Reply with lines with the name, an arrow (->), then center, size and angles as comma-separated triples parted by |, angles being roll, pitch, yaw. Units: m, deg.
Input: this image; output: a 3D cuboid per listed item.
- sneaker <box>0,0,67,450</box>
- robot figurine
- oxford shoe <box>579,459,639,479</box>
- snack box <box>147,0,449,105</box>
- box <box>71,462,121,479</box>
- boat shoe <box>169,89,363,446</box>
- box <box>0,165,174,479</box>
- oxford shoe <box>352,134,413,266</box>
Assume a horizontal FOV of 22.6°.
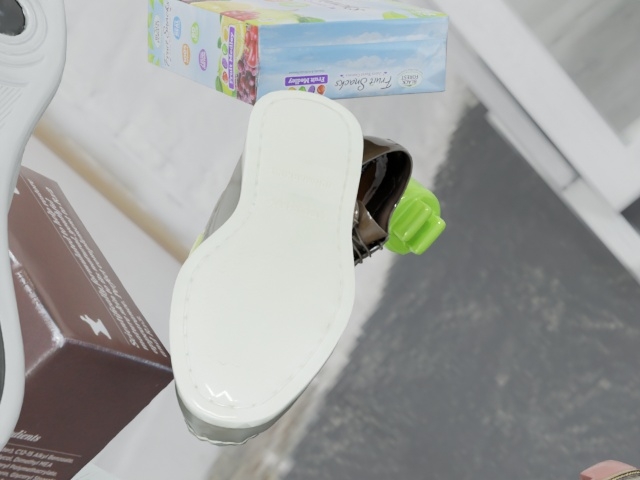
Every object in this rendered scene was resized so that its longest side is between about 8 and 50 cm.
sneaker -> -0.146, -0.010, 0.506 | 0.121, 0.079, 0.217 | -35, 45, 42
robot figurine -> 0.066, -0.032, 1.487 | 0.067, 0.101, 0.115 | -50, 43, 1
oxford shoe -> 0.254, 0.282, 1.437 | 0.130, 0.123, 0.348 | 10, 18, 34
snack box -> -0.023, -0.164, 1.308 | 0.207, 0.174, 0.070 | 30, 122, 57
box -> -0.273, 0.296, 1.705 | 0.101, 0.087, 0.102 | -25, 31, -38
boat shoe -> -0.035, 0.025, 1.045 | 0.305, 0.109, 0.091 | -76, 4, -48
box -> -0.298, 0.133, 1.059 | 0.381, 0.143, 0.191 | -44, 60, 14
oxford shoe -> 0.000, 0.000, 1.298 | 0.096, 0.083, 0.227 | 6, 57, 48
